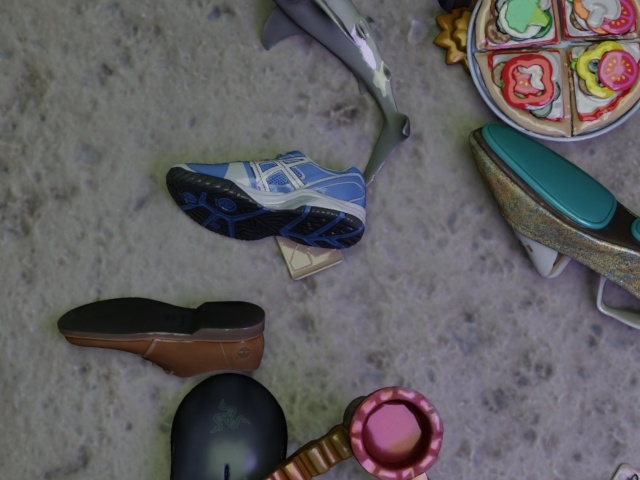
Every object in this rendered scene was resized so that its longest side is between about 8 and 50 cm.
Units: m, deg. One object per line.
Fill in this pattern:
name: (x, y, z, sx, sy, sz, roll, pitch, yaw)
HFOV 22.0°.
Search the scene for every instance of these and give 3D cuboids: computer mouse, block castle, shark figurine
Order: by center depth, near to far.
block castle: (0.068, 0.387, 1.502, 0.303, 0.213, 0.453, -32, 93, -8)
computer mouse: (-0.084, 0.264, 1.622, 0.188, 0.072, 0.272, -3, 81, -2)
shark figurine: (0.000, -0.202, 1.708, 0.116, 0.166, 0.278, -27, 111, 25)

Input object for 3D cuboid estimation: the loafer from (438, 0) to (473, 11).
loafer: (0.179, -0.335, 1.720, 0.078, 0.080, 0.220, 19, 73, -2)

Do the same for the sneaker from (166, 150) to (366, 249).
sneaker: (-0.053, -0.049, 1.682, 0.211, 0.080, 0.081, 12, 55, 5)

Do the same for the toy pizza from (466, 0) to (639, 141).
toy pizza: (0.252, -0.202, 1.694, 0.201, 0.032, 0.201, 0, 83, 1)

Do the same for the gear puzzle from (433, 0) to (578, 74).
gear puzzle: (0.278, -0.266, 1.738, 0.339, 0.044, 0.175, -17, 81, -5)

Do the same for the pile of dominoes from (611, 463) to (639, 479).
pile of dominoes: (0.347, 0.359, 1.637, 0.251, 0.040, 0.196, 32, 81, 4)

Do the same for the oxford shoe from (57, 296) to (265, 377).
oxford shoe: (-0.161, 0.104, 1.652, 0.212, 0.076, 0.076, 4, 120, 9)

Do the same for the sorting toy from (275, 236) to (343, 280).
sorting toy: (0.000, 0.000, 1.699, 0.083, 0.012, 0.062, -22, 77, -2)

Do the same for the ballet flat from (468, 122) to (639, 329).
ballet flat: (0.285, 0.010, 1.663, 0.348, 0.123, 0.123, 30, 81, 9)
